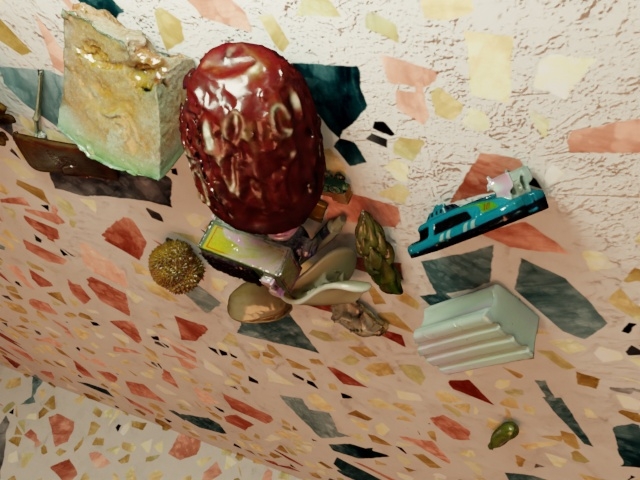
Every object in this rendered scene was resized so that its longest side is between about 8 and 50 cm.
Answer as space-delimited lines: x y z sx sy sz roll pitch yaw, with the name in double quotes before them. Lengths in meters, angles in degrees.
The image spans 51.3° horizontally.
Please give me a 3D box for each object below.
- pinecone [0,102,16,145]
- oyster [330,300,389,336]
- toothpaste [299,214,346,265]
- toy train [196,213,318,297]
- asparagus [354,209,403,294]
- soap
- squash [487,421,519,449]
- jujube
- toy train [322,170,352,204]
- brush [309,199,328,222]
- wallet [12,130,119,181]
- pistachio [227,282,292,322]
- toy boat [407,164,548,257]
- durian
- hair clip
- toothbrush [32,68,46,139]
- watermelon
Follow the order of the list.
"pinecone" -0.923 -0.283 1.511 0.398 0.397 0.397 18 146 13
"oyster" 0.098 0.205 1.723 0.166 0.053 0.108 43 118 -10
"toothpaste" 0.000 0.000 1.511 0.037 0.062 0.216 35 143 -9
"toy train" -0.142 0.001 1.472 0.261 0.177 0.134 20 161 20
"asparagus" 0.124 0.037 1.454 0.080 0.080 0.287 8 142 26
"soap" 0.342 0.210 1.522 0.173 0.095 0.290 37 146 -17
"squash" 0.526 0.562 1.920 0.052 0.052 0.183 21 148 8
"jujube" -0.119 -0.167 1.210 0.259 0.258 0.376 17 151 15
"toy train" 0.012 -0.110 1.364 0.103 0.044 0.064 12 155 21
"brush" -0.143 -0.128 1.462 0.337 0.020 0.085 25 148 3
"wallet" -0.628 -0.202 1.659 0.256 0.031 0.137 11 149 13
"pistachio" -0.164 0.170 1.793 0.185 0.124 0.124 1 139 29
"toy boat" 0.267 -0.048 1.230 0.299 0.134 0.092 -26 83 53
"durian" -0.395 0.074 1.819 0.168 0.137 0.158 -22 103 39
"hair clip" 0.011 0.103 1.531 0.173 0.113 0.282 3 159 -34
"toothbrush" -0.663 -0.309 1.569 0.028 0.026 0.294 18 149 -11
"watermelon" -0.360 -0.293 1.299 0.264 0.151 0.302 25 130 8
